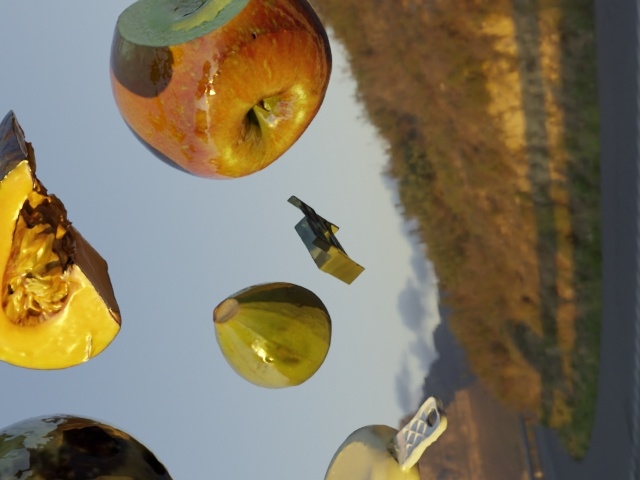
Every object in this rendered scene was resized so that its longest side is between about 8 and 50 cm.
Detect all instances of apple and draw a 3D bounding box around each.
[{"bbox_3d":[-0.173,-0.302,1.712,0.374,0.374,0.384,-85,21,-57],"label":"apple"}]

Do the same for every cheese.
[{"bbox_3d":[0.082,0.275,1.291,0.249,0.071,0.163,-67,24,19],"label":"cheese"}]

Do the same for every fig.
[{"bbox_3d":[-0.093,0.177,1.867,0.230,0.207,0.207,-11,-89,-58],"label":"fig"}]

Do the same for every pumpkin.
[{"bbox_3d":[-0.309,0.014,1.174,0.280,0.190,0.139,-66,29,22],"label":"pumpkin"}]

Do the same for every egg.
[{"bbox_3d":[-0.349,0.417,1.363,0.428,0.345,0.345,108,160,-61],"label":"egg"}]

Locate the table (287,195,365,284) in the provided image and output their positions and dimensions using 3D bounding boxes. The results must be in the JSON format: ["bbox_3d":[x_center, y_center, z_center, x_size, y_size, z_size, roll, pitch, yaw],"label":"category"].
[{"bbox_3d":[0.000,0.000,2.156,0.175,0.062,0.146,31,-161,-43],"label":"table"}]
